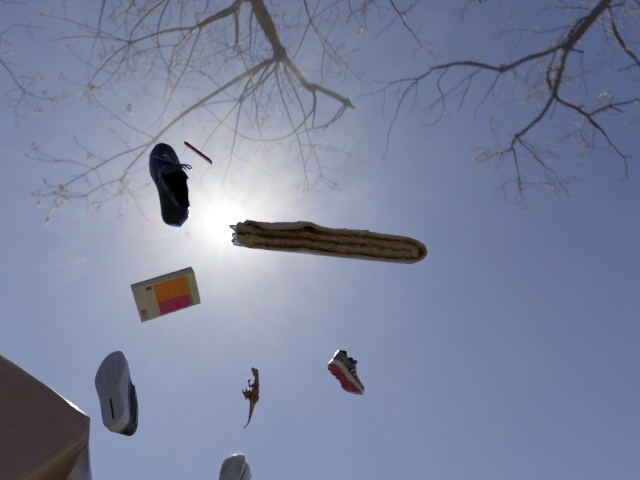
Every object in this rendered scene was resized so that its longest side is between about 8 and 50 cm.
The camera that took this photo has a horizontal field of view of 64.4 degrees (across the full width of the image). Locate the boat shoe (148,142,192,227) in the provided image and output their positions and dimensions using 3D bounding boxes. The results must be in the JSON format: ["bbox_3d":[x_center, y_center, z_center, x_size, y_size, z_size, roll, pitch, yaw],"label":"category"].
[{"bbox_3d":[-0.375,-0.158,1.327,0.109,0.258,0.089,-1,-31,-44],"label":"boat shoe"}]

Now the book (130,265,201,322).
[{"bbox_3d":[-0.362,0.129,1.200,0.144,0.035,0.096,-16,-61,-21],"label":"book"}]

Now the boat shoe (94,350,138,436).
[{"bbox_3d":[-0.716,0.547,1.802,0.121,0.335,0.119,-23,-47,-3],"label":"boat shoe"}]

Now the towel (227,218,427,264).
[{"bbox_3d":[0.000,0.000,0.796,0.282,0.187,0.049,6,-90,-15],"label":"towel"}]

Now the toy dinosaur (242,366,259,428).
[{"bbox_3d":[-0.231,0.547,1.750,0.064,0.212,0.112,7,-15,8],"label":"toy dinosaur"}]

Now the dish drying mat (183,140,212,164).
[{"bbox_3d":[-0.310,-0.223,1.293,0.083,0.032,0.008,36,-101,-4],"label":"dish drying mat"}]

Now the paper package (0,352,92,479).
[{"bbox_3d":[-0.336,0.176,0.254,0.309,0.325,0.168,23,-59,23],"label":"paper package"}]

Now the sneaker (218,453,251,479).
[{"bbox_3d":[-0.235,0.680,1.323,0.090,0.235,0.095,-5,-62,20],"label":"sneaker"}]

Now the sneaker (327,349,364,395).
[{"bbox_3d":[0.083,0.371,1.433,0.063,0.075,0.170,-8,-50,38],"label":"sneaker"}]
